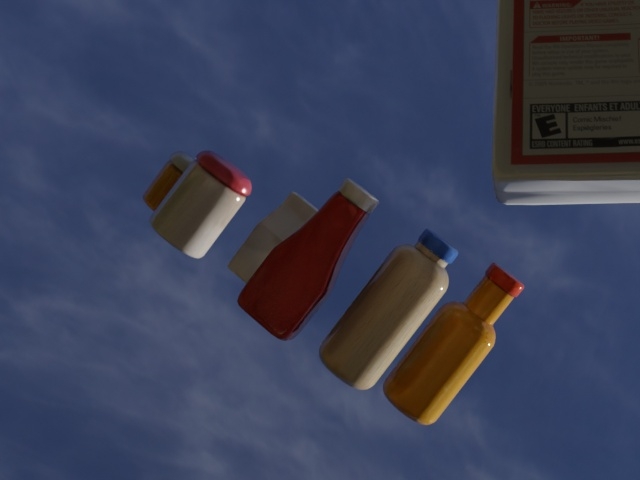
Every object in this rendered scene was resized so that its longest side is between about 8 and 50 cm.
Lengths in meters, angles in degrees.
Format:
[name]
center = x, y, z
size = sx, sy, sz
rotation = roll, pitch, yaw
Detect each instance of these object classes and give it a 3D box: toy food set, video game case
[toy food set]
center = 0.000, 0.000, 0.836
size = 0.232, 0.111, 0.104
rotation = 39, -83, 16
[video game case]
center = 0.184, -0.142, 0.642
size = 0.204, 0.025, 0.285
rotation = -1, -121, 11
